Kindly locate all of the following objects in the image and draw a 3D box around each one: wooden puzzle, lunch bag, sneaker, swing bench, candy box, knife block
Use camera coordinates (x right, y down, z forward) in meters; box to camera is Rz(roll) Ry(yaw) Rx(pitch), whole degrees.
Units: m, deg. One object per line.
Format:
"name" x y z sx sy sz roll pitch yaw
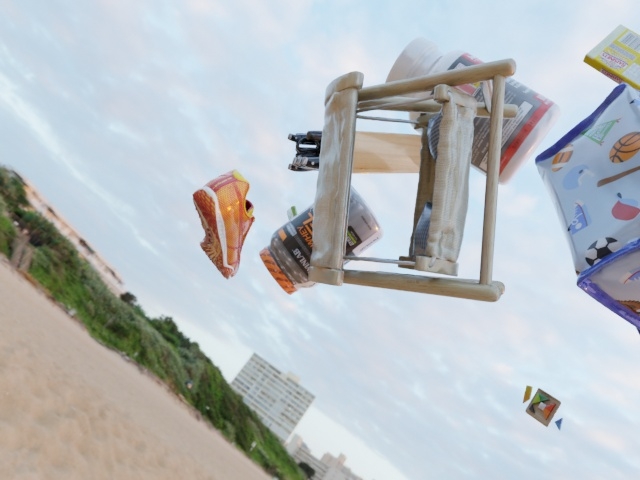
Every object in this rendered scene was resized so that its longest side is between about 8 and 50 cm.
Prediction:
"wooden puzzle" 0.545 0.409 1.208 0.014 0.078 0.116 25 -4 -33
"lunch bag" 0.555 0.001 0.765 0.386 0.327 0.239 29 -49 -17
"sneaker" -0.104 -0.010 0.575 0.064 0.067 0.175 46 -29 17
"swing bench" 0.101 -0.065 0.611 0.255 0.253 0.165 4 -3 23
"candy box" 0.635 -0.333 0.958 0.206 0.105 0.027 46 -5 22
"knife block" 0.076 -0.183 1.029 0.276 0.088 0.242 3 10 11

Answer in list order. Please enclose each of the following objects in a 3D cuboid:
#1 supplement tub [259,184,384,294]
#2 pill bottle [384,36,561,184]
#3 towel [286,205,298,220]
"supplement tub" 0.000 0.000 0.818 0.117 0.190 0.117 53 2 -2
"pill bottle" 0.338 -0.307 1.142 0.363 0.210 0.210 37 -23 15
"towel" -0.039 0.000 1.067 0.113 0.023 0.151 177 -103 -79
